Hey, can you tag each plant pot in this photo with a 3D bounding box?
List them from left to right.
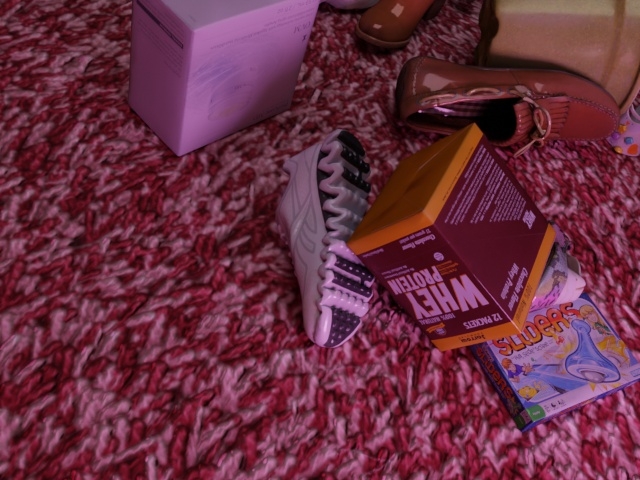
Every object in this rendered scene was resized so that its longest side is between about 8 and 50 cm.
[{"bbox_3d":[0.418,-0.365,1.192,0.254,0.276,0.276,4,50,2],"label":"plant pot"}]

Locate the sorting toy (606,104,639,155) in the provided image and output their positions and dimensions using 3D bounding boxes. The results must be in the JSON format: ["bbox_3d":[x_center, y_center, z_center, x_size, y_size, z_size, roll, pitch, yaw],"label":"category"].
[{"bbox_3d":[0.557,-0.205,1.204,0.045,0.075,0.083,-12,56,-25],"label":"sorting toy"}]

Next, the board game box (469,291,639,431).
[{"bbox_3d":[0.308,0.152,0.868,0.201,0.035,0.136,-13,57,-26],"label":"board game box"}]

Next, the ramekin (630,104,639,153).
[{"bbox_3d":[0.732,-0.208,1.220,0.277,0.135,0.277,8,51,-10],"label":"ramekin"}]

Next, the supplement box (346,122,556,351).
[{"bbox_3d":[0.172,-0.002,0.840,0.194,0.129,0.191,48,48,-16],"label":"supplement box"}]

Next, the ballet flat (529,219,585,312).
[{"bbox_3d":[0.324,0.042,0.918,0.079,0.076,0.221,31,33,5],"label":"ballet flat"}]

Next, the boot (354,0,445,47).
[{"bbox_3d":[0.182,-0.489,1.223,0.109,0.220,0.283,43,53,18],"label":"boot"}]

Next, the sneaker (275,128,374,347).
[{"bbox_3d":[0.000,0.000,0.866,0.118,0.110,0.292,-12,61,29],"label":"sneaker"}]

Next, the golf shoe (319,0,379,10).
[{"bbox_3d":[-0.011,-0.497,1.227,0.306,0.140,0.115,-19,61,-27],"label":"golf shoe"}]

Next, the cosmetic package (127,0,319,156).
[{"bbox_3d":[-0.142,-0.273,0.951,0.224,0.224,0.138,-32,69,-34],"label":"cosmetic package"}]

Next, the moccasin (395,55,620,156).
[{"bbox_3d":[0.313,-0.211,1.097,0.380,0.139,0.146,9,57,-13],"label":"moccasin"}]
